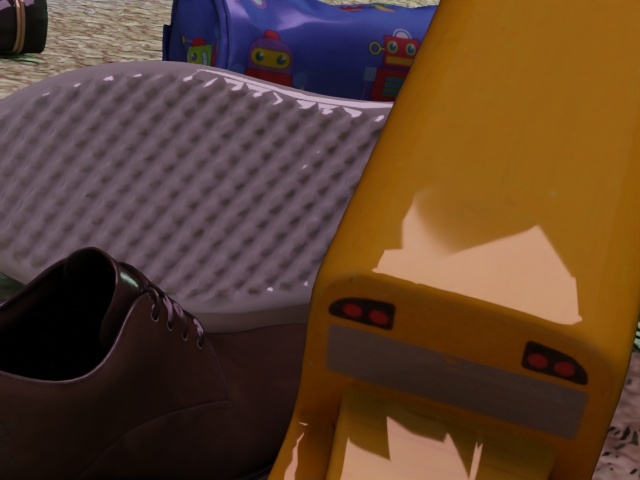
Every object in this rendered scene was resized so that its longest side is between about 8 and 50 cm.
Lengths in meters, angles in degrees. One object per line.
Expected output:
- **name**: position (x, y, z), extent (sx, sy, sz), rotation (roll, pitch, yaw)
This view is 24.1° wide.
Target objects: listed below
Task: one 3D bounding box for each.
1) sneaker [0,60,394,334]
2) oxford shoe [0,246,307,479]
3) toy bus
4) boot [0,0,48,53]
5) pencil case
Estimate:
- **sneaker**: position (0.000, 0.000, 0.767), extent (0.366, 0.135, 0.150), rotation (5, -20, 5)
- **oxford shoe**: position (-0.064, 0.051, 0.567), extent (0.083, 0.096, 0.227), rotation (25, 21, 38)
- **toy bus**: position (0.070, 0.003, 0.567), extent (0.108, 0.130, 0.333), rotation (16, 45, 9)
- **boot**: position (-0.312, -0.204, 1.196), extent (0.137, 0.077, 0.198), rotation (-5, 23, -28)
- **pencil case**: position (0.025, -0.129, 1.107), extent (0.306, 0.119, 0.133), rotation (1, 13, -30)
